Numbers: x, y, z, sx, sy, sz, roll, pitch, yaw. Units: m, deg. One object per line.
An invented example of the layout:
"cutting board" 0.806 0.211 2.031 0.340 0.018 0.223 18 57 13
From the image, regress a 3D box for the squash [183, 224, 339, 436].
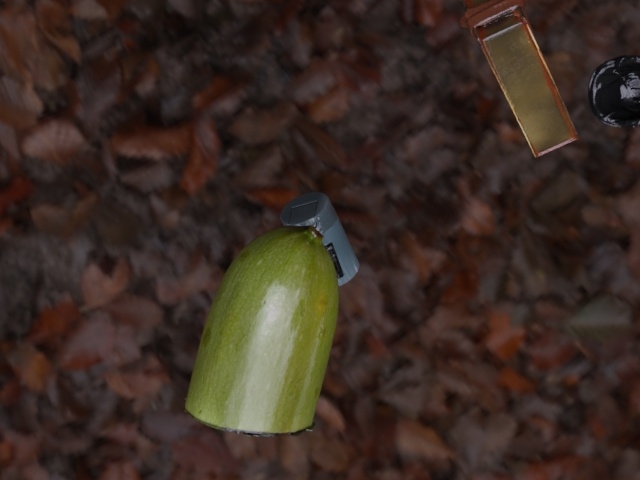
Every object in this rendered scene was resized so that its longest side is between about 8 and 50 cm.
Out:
"squash" -0.042 0.074 1.377 0.123 0.123 0.187 11 101 -27

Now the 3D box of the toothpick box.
"toothpick box" 0.000 0.000 1.533 0.052 0.052 0.083 -29 121 -4

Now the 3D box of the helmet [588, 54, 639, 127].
"helmet" 0.285 -0.133 1.403 0.049 0.084 0.065 -8 97 -48

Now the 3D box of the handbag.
"handbag" 0.167 -0.177 1.400 0.062 0.127 0.190 -23 144 10
